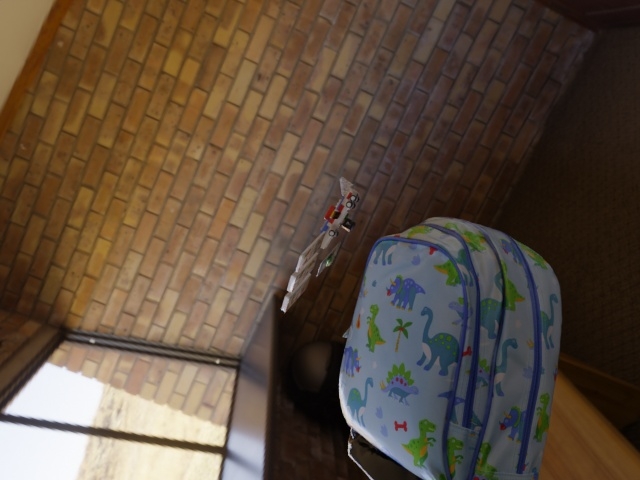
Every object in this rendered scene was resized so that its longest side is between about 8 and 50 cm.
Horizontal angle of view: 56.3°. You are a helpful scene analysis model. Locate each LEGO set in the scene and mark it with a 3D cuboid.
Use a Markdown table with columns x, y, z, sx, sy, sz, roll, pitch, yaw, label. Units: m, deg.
| x | y | z | sx | sy | sz | roll | pitch | yaw | label |
| --- | --- | --- | --- | --- | --- | --- | --- | --- | --- |
| 0.000 | 0.000 | 1.133 | 0.244 | 0.060 | 0.182 | -47 | -16 | -37 | LEGO set |

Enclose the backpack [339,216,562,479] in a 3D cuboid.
| x | y | z | sx | sy | sz | roll | pitch | yaw | label |
| --- | --- | --- | --- | --- | --- | --- | --- | --- | --- |
| 0.160 | 0.150 | 0.757 | 0.356 | 0.273 | 0.290 | -63 | 25 | -4 | backpack |
